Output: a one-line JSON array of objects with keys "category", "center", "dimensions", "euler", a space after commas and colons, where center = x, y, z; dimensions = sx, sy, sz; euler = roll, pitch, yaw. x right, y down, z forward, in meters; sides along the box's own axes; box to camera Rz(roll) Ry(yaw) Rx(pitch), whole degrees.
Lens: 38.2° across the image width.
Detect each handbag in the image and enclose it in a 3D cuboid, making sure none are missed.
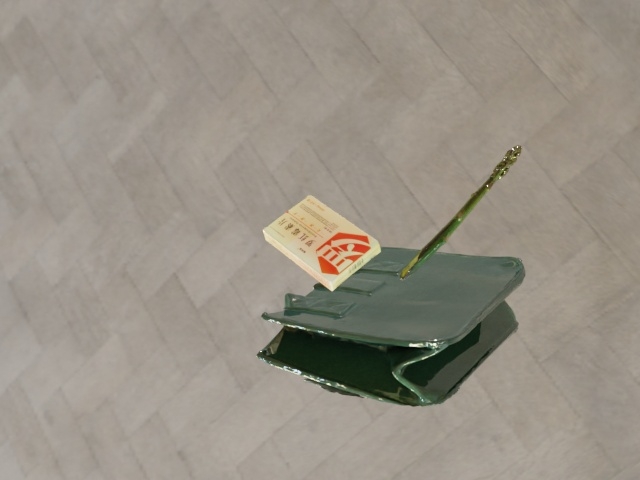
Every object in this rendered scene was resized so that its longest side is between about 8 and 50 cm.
[{"category": "handbag", "center": [0.098, 0.091, 1.120], "dimensions": [0.238, 0.326, 0.089], "euler": [9, 109, 27]}]

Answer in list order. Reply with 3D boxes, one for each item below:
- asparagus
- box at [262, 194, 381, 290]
[{"category": "asparagus", "center": [0.128, -0.025, 0.832], "dimensions": [0.016, 0.013, 0.166], "euler": [41, 83, 18]}, {"category": "box", "center": [0.000, 0.000, 0.804], "dimensions": [0.058, 0.015, 0.093], "euler": [-39, 51, -20]}]
